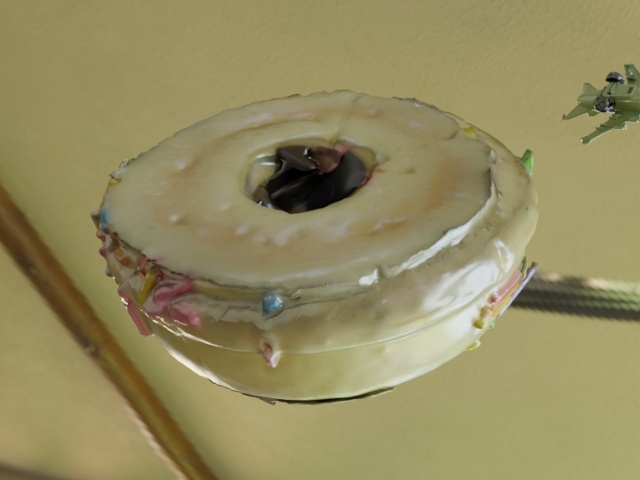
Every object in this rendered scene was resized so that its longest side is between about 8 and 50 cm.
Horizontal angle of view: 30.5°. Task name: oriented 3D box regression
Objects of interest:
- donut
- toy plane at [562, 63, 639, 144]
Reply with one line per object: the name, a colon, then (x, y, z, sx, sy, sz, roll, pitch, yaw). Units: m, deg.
donut: (0.000, 0.000, 0.461, 0.174, 0.174, 0.068, 14, -53, 32)
toy plane: (0.275, -0.126, 1.059, 0.111, 0.102, 0.040, 3, -36, 46)
